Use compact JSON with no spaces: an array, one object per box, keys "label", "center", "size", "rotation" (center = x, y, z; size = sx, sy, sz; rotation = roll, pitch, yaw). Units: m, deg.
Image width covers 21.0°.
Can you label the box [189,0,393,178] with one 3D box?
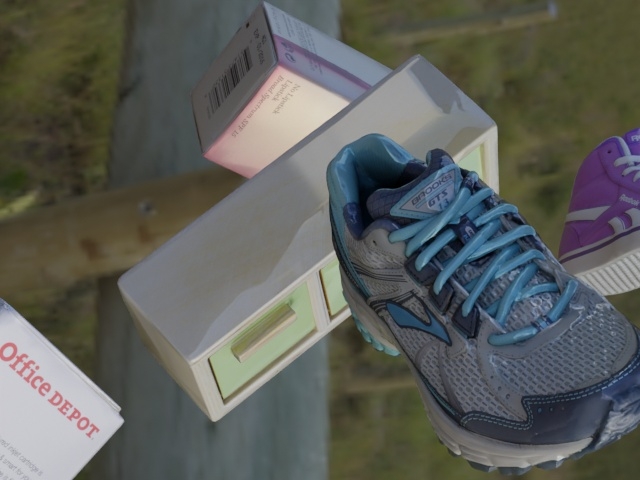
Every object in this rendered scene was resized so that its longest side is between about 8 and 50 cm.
[{"label":"box","center":[-0.007,-0.134,1.926],"size":[0.232,0.148,0.126],"rotation":[25,31,-30]}]

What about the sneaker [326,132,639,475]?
[{"label":"sneaker","center":[0.073,0.024,0.918],"size":[0.110,0.283,0.122],"rotation":[-31,119,-15]}]

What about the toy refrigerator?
[{"label":"toy refrigerator","center":[0.000,0.000,1.203],"size":[0.269,0.094,0.102],"rotation":[-37,153,-15]}]

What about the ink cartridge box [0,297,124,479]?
[{"label":"ink cartridge box","center":[-0.247,0.135,1.096],"size":[0.203,0.086,0.148],"rotation":[-48,138,-11]}]

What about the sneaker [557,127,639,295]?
[{"label":"sneaker","center":[0.328,-0.046,1.685],"size":[0.102,0.282,0.161],"rotation":[18,73,-28]}]
